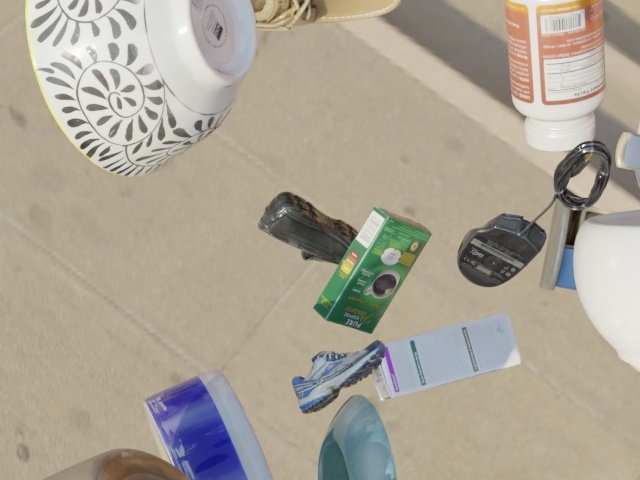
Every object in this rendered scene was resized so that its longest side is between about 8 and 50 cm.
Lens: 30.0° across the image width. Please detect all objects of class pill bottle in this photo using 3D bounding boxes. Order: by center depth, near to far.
[{"bbox_3d":[0.301,-0.230,1.528,0.121,0.216,0.121,-7,28,4],"label":"pill bottle"}]

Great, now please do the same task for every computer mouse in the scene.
[{"bbox_3d":[0.211,-0.028,1.193,0.071,0.242,0.041,29,48,-11],"label":"computer mouse"}]

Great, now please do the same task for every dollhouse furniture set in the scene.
[{"bbox_3d":[0.449,-0.018,1.603,0.198,0.303,0.286,10,93,-5],"label":"dollhouse furniture set"}]

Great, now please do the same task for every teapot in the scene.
[{"bbox_3d":[0.378,0.065,1.215,0.256,0.252,0.187,-8,98,-29],"label":"teapot"}]

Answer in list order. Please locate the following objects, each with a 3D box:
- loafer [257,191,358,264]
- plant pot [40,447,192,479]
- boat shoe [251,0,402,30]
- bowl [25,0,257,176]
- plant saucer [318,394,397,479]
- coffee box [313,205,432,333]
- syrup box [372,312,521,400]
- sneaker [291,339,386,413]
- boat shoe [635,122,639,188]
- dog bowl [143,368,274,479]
[{"bbox_3d":[0.000,0.000,1.909,0.223,0.078,0.076,30,27,-29],"label":"loafer"},{"bbox_3d":[-0.208,0.328,0.971,0.280,0.323,0.323,-41,73,15],"label":"plant pot"},{"bbox_3d":[-0.053,-0.307,1.487,0.341,0.121,0.110,-1,39,-5],"label":"boat shoe"},{"bbox_3d":[-0.091,-0.127,0.726,0.080,0.170,0.170,-6,55,29],"label":"bowl"},{"bbox_3d":[0.031,0.263,1.275,0.037,0.195,0.195,-3,63,-19],"label":"plant saucer"},{"bbox_3d":[0.077,0.046,1.778,0.113,0.184,0.040,18,16,-46],"label":"coffee box"},{"bbox_3d":[0.208,0.198,2.031,0.237,0.093,0.096,-12,80,-10],"label":"syrup box"},{"bbox_3d":[0.018,0.156,1.467,0.135,0.052,0.058,-37,71,15],"label":"sneaker"},{"bbox_3d":[0.561,-0.189,1.942,0.109,0.094,0.302,-1,87,20],"label":"boat shoe"},{"bbox_3d":[-0.130,0.302,1.516,0.104,0.265,0.264,-21,68,-13],"label":"dog bowl"}]
